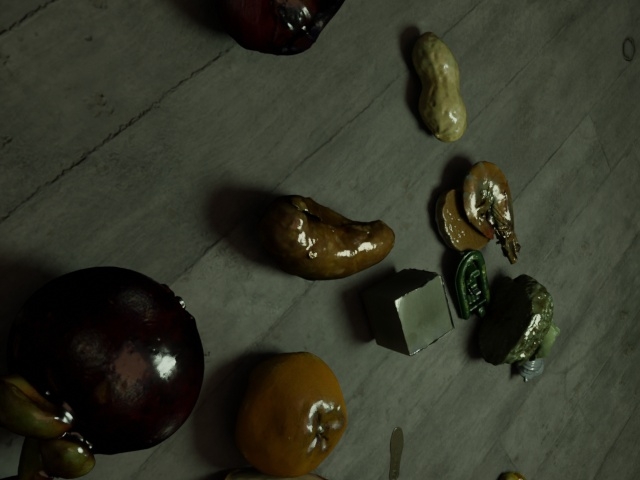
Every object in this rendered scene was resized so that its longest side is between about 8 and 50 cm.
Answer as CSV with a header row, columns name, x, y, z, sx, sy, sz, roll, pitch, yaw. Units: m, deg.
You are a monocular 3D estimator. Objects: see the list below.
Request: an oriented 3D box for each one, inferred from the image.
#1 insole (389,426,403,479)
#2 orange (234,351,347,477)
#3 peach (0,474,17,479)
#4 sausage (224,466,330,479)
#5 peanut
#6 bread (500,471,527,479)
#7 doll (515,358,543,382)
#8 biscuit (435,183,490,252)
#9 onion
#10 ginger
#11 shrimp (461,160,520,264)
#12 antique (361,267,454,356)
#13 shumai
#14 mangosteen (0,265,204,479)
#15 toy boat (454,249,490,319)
name,x,y,z,sx,sy,sz,roll,pitch,yaw
insole,0.186,0.526,1.526,0.045,0.002,0.134,5,91,-35
orange,-0.058,0.350,1.230,0.249,0.183,0.248,-3,95,-37
peach,-0.436,0.536,0.882,0.389,0.388,0.387,-3,96,-35
sausage,-0.089,0.611,1.204,0.233,0.233,0.286,3,92,-35
peanut,0.280,-0.359,1.459,0.117,0.101,0.262,-26,109,-52
bread,0.476,0.811,1.711,0.367,0.084,0.077,-59,165,-15
doll,0.605,0.325,1.763,0.180,0.079,0.094,-57,158,-27
biscuit,0.373,-0.062,1.580,0.208,0.049,0.180,-28,108,-32
onion,-0.058,-0.465,1.119,0.281,0.281,0.221,-8,65,-34
ginger,0.000,0.000,1.268,0.321,0.172,0.165,10,51,-41
shrimp,0.428,-0.058,1.552,0.152,0.063,0.287,-26,103,-30
antique,0.196,0.157,1.414,0.152,0.148,0.146,-25,107,-30
shumai,0.549,0.237,1.646,0.218,0.189,0.255,33,80,-31
mangosteen,-0.344,0.208,0.941,0.347,0.307,0.306,-49,119,-32
toy boat,0.389,0.111,1.591,0.104,0.052,0.210,-27,123,-19
